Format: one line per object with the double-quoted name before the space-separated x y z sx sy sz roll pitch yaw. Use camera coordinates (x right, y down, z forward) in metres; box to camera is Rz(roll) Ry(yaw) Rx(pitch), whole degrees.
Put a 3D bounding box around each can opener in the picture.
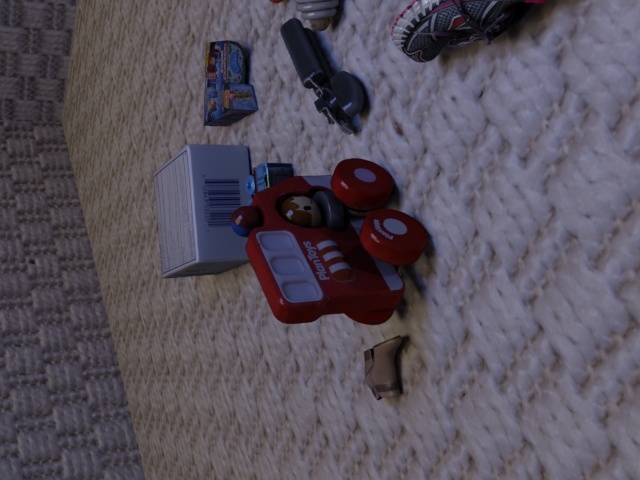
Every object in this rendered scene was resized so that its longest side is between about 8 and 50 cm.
"can opener" 0.007 -0.298 1.507 0.093 0.074 0.280 -38 53 16

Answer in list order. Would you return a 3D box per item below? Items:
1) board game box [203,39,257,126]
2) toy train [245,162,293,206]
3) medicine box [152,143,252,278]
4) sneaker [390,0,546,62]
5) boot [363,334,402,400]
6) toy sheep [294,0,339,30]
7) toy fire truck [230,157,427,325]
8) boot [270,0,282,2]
"board game box" -0.202 -0.349 1.904 0.194 0.060 0.194 21 110 60
"toy train" -0.100 -0.069 1.709 0.105 0.080 0.184 -14 79 56
"medicine box" -0.275 -0.062 1.971 0.289 0.149 0.263 -20 74 62
"sneaker" 0.190 -0.296 1.089 0.112 0.121 0.299 54 158 -2
"boot" 0.109 0.209 1.368 0.118 0.042 0.087 -43 61 58
"toy sheep" -0.007 -0.435 1.490 0.091 0.091 0.132 29 136 59
"toy fire truck" 0.000 0.000 1.321 0.302 0.254 0.169 62 143 40
"boot" -0.060 -0.486 1.621 0.158 0.059 0.084 -33 68 58
